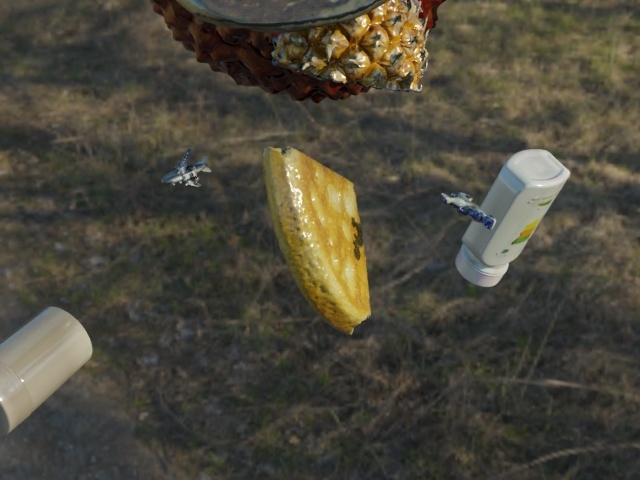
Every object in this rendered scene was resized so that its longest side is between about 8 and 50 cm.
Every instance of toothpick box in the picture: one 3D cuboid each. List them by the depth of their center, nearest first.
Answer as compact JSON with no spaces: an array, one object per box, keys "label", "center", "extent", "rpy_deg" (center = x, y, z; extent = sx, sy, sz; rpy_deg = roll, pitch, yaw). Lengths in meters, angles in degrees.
[{"label":"toothpick box","center":[-0.434,0.189,1.409],"extent":[0.111,0.111,0.181],"rpy_deg":[14,37,26]}]

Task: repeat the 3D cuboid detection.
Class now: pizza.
[{"label":"pizza","center":[-0.011,0.005,1.485],"extent":[0.087,0.258,0.268],"rpy_deg":[-14,-17,20]}]

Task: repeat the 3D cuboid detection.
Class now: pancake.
[{"label":"pancake","center":[-0.016,-0.262,0.837],"extent":[0.250,0.031,0.250],"rpy_deg":[-9,51,11]}]

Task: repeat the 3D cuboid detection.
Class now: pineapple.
[{"label":"pineapple","center":[0.036,-0.232,0.978],"extent":[0.161,0.137,0.176],"rpy_deg":[11,13,5]}]

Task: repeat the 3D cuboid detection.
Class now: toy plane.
[{"label":"toy plane","center":[-0.219,-0.111,1.566],"extent":[0.083,0.079,0.031],"rpy_deg":[-28,46,-17]}]

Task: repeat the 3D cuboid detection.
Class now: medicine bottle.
[{"label":"medicine bottle","center":[0.379,-0.041,1.954],"extent":[0.161,0.296,0.111],"rpy_deg":[-16,56,-38]}]

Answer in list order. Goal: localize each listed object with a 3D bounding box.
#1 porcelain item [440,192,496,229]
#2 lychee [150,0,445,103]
[{"label":"porcelain item","center":[0.219,-0.057,1.501],"extent":[0.075,0.021,0.136],"rpy_deg":[22,13,-17]},{"label":"lychee","center":[-0.047,-0.417,1.272],"extent":[0.424,0.500,0.425],"rpy_deg":[-33,22,15]}]
